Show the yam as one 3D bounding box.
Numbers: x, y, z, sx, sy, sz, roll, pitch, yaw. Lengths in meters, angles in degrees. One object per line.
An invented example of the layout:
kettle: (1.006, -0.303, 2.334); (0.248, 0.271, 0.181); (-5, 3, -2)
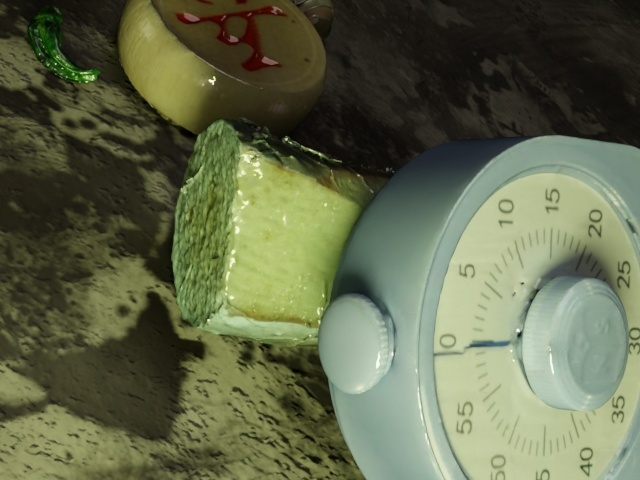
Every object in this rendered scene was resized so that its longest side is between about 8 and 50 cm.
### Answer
yam: (-0.002, 0.002, 1.201); (0.271, 0.202, 0.201); (11, 5, -25)

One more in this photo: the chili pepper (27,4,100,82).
chili pepper: (-0.288, -0.215, 1.353); (0.055, 0.035, 0.118); (-18, 55, -31)

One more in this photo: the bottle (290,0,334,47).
bottle: (-0.037, -0.317, 1.645); (0.099, 0.099, 0.152); (-4, 54, -44)

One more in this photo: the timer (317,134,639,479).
timer: (0.169, 0.089, 1.106); (0.395, 0.173, 0.395); (-2, 94, -39)

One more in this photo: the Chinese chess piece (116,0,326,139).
Chinese chess piece: (-0.114, -0.219, 1.452); (0.249, 0.103, 0.250); (22, 38, -18)
